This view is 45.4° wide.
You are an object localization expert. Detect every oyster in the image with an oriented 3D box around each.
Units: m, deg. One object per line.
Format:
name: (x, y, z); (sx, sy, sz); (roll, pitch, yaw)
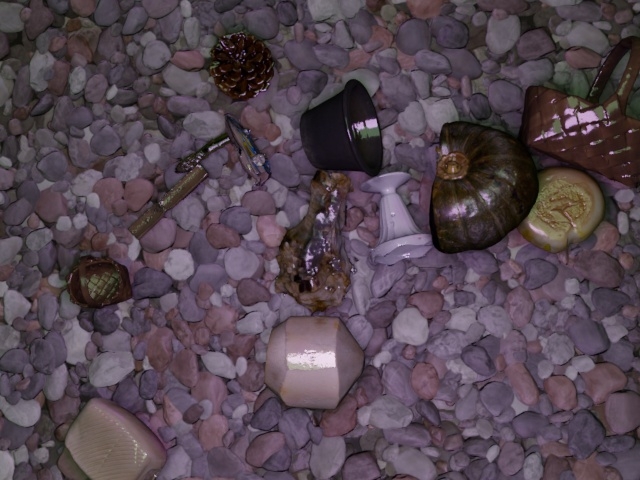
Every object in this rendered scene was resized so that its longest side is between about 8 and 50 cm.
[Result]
oyster: (0.008, 0.002, 1.825); (0.198, 0.133, 0.336); (18, 89, -2)

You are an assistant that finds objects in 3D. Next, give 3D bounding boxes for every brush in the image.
brush: (-0.377, -0.095, 1.911); (0.248, 0.036, 0.043); (-43, 78, 5)

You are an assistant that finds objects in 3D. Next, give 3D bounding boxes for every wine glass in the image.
wine glass: (0.173, -0.051, 1.808); (0.165, 0.165, 0.196); (-16, 78, 2)

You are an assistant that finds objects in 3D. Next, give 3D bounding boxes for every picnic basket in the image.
picnic basket: (-0.540, 0.101, 1.824); (0.138, 0.178, 0.127); (-15, 82, 2)
picnic basket: (0.638, -0.312, 1.726); (0.338, 0.293, 0.337); (1, 100, 7)

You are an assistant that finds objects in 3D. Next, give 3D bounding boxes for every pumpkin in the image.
pumpkin: (0.381, -0.114, 1.753); (0.232, 0.242, 0.324); (5, 67, 18)

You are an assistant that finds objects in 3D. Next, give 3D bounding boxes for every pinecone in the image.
pinecone: (-0.198, -0.436, 1.869); (0.163, 0.165, 0.162); (-1, 80, 7)

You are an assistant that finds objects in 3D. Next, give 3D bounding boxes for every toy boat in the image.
toy boat: (-0.184, -0.229, 1.895); (0.066, 0.084, 0.210); (-30, 73, -4)

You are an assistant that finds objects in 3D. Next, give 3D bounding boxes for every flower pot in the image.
flower pot: (0.043, -0.253, 1.824); (0.148, 0.235, 0.235); (-12, 82, 22)

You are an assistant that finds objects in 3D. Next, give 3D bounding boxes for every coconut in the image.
coconut: (-0.009, 0.280, 1.754); (0.241, 0.241, 0.241); (0, 83, 4)

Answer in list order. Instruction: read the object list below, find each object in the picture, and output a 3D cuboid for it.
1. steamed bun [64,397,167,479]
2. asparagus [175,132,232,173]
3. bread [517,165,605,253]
steamed bun: (-0.471, 0.484, 1.798); (0.239, 0.153, 0.170); (37, 94, 22)
asparagus: (-0.296, -0.216, 1.919); (0.165, 0.030, 0.036); (-35, 93, -1)
bread: (0.558, -0.076, 1.807); (0.214, 0.105, 0.213); (-1, 84, 7)
